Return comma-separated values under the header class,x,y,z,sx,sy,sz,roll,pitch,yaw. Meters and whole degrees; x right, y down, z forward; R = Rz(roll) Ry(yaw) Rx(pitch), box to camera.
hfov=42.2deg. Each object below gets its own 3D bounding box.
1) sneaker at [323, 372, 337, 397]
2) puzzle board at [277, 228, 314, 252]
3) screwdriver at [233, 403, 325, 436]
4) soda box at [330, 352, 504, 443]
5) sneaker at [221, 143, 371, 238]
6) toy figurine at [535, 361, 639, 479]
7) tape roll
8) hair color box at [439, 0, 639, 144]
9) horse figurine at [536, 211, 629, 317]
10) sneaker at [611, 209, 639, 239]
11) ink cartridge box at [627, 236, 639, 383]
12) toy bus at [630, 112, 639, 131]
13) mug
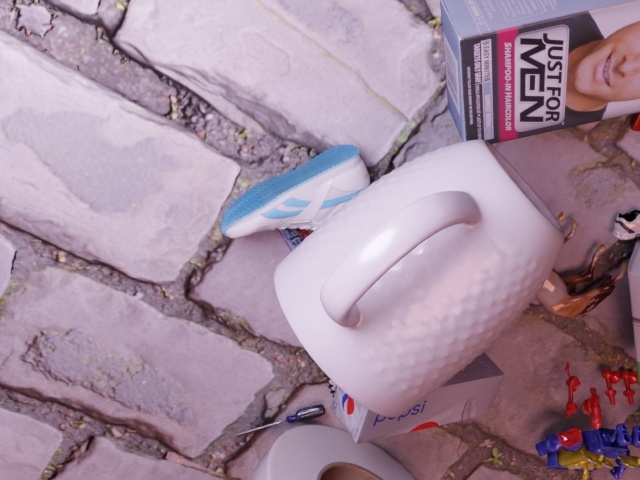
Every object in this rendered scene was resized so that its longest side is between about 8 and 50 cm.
class,x,y,z,sx,sy,sz,roll,pitch,yaw
sneaker,0.047,0.167,1.361,0.106,0.078,0.234,-12,121,-3
puzzle board,0.000,0.000,1.286,0.096,0.011,0.128,-28,124,4
screwdriver,-0.073,0.319,1.467,0.170,0.025,0.024,-14,124,5
soda box,0.165,0.253,1.392,0.286,0.091,0.098,-3,124,-32
sneaker,-0.033,-0.050,1.200,0.229,0.087,0.092,-24,119,2
toy figurine,0.540,0.375,1.610,0.363,0.191,0.217,11,148,-28
tape roll,0.064,0.470,1.369,0.392,0.392,0.072,24,113,-25
hair color box,0.359,-0.262,1.108,0.374,0.113,0.185,-13,136,2
horse figurine,0.399,0.059,1.389,0.263,0.066,0.174,33,107,-28
sneaker,0.541,-0.031,1.384,0.109,0.040,0.043,-11,121,-8
ink cartridge box,0.641,0.128,1.407,0.198,0.115,0.273,5,131,33
toy bus,0.597,-0.188,1.261,0.202,0.104,0.191,36,107,-30
mug,0.127,0.030,1.079,0.328,0.276,0.374,-41,162,17
